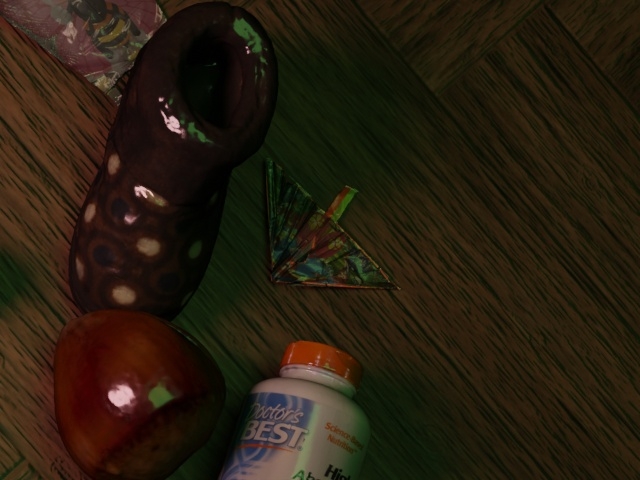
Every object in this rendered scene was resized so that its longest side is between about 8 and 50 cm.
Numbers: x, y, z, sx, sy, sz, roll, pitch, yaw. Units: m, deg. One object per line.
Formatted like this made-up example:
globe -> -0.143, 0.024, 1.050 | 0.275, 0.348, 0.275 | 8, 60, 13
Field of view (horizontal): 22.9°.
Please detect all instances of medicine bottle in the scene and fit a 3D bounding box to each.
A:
medicine bottle -> -0.034, 0.264, 1.816 | 0.157, 0.157, 0.288 | 24, 65, -15

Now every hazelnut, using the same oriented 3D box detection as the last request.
hazelnut -> -0.212, 0.166, 1.757 | 0.208, 0.208, 0.208 | 7, 70, -22

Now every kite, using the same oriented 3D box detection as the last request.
kite -> 0.000, 0.000, 2.000 | 0.241, 0.014, 0.183 | 41, 59, -7
kite -> -0.238, -0.233, 1.967 | 0.360, 0.022, 0.204 | 48, 58, -3

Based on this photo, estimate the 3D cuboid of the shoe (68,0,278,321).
shoe -> -0.166, -0.085, 1.815 | 0.171, 0.237, 0.384 | 21, 73, -15
